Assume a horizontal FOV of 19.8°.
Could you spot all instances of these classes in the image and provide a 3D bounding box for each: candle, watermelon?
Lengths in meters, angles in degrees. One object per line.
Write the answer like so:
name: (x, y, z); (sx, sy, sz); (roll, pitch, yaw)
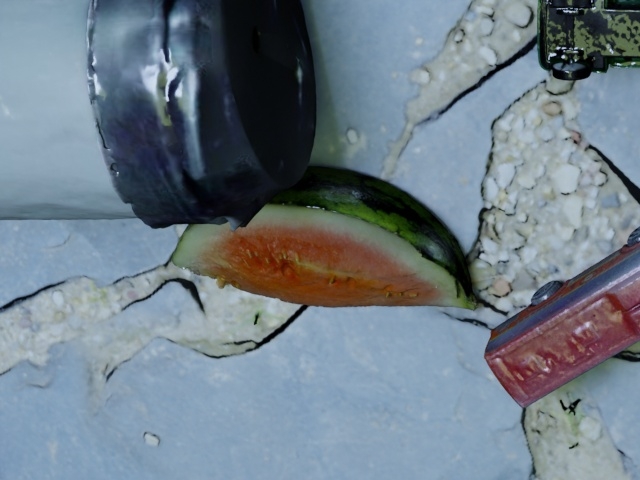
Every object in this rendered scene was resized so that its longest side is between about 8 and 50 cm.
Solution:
candle: (-0.187, -0.115, 1.298); (0.343, 0.221, 0.221); (-2, 109, 19)
watermelon: (-0.001, 0.005, 1.380); (0.245, 0.063, 0.119); (7, 124, 13)

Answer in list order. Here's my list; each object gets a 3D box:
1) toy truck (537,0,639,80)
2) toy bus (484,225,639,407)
toy truck: (0.223, -0.147, 1.242); (0.147, 0.079, 0.065); (3, 111, 15)
toy bus: (0.208, 0.048, 1.318); (0.192, 0.077, 0.065); (-34, 99, 25)
